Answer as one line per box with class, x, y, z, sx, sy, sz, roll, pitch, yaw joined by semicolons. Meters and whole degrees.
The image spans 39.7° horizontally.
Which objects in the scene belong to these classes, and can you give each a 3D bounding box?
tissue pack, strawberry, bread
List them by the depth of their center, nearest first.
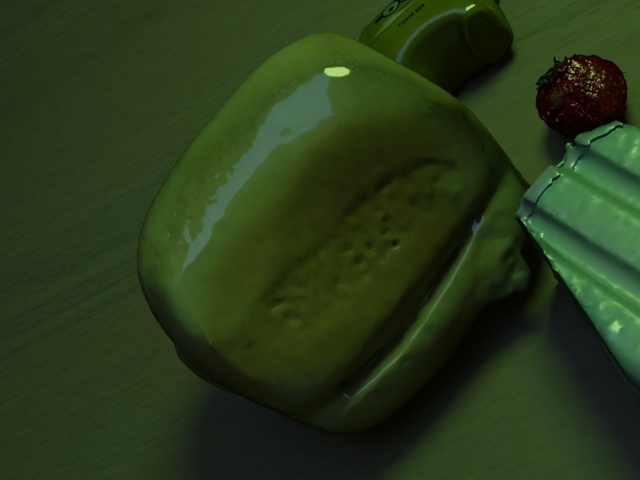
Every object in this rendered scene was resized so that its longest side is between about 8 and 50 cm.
bread;0.000;0.000;0.936;0.376;0.348;0.253;-54;22;1
strawberry;0.284;-0.149;0.955;0.106;0.106;0.106;-19;55;28
tissue pack;0.136;-0.250;1.101;0.178;0.123;0.127;-39;47;13

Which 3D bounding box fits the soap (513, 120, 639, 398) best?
soap;0.375;0.051;0.717;0.261;0.156;0.446;-52;46;1
